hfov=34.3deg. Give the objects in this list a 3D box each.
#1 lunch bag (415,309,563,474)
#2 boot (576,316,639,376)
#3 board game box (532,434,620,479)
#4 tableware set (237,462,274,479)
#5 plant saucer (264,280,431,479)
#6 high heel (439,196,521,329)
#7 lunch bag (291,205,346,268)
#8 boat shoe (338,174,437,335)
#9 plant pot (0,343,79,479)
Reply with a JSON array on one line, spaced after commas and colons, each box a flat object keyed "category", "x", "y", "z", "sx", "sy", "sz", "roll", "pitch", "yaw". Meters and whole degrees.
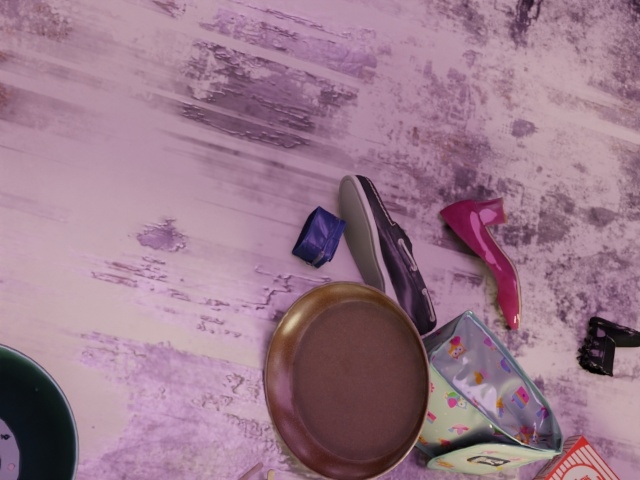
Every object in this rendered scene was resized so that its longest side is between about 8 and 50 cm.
[{"category": "lunch bag", "x": 0.241, "y": 0.275, "z": 1.682, "sx": 0.262, "sy": 0.223, "sz": 0.160, "roll": 46, "pitch": 55, "yaw": -3}, {"category": "boot", "x": 0.536, "y": 0.203, "z": 1.909, "sx": 0.121, "sy": 0.045, "sz": 0.099, "roll": 20, "pitch": 67, "yaw": -6}, {"category": "board game box", "x": 0.464, "y": 0.461, "z": 1.809, "sx": 0.147, "sy": 0.045, "sz": 0.193, "roll": -41, "pitch": 91, "yaw": -25}, {"category": "tableware set", "x": -0.120, "y": 0.447, "z": 1.606, "sx": 0.194, "sy": 0.039, "sz": 0.128, "roll": -37, "pitch": 90, "yaw": -25}, {"category": "plant saucer", "x": 0.046, "y": 0.218, "z": 1.622, "sx": 0.050, "sy": 0.310, "sz": 0.310, "roll": 4, "pitch": 70, "yaw": -55}, {"category": "high heel", "x": 0.292, "y": 0.046, "z": 1.864, "sx": 0.117, "sy": 0.082, "sz": 0.244, "roll": -11, "pitch": 93, "yaw": 10}, {"category": "lunch bag", "x": 0.000, "y": 0.000, "z": 1.761, "sx": 0.065, "sy": 0.067, "sz": 0.098, "roll": 28, "pitch": 68, "yaw": -10}, {"category": "boat shoe", "x": 0.114, "y": 0.025, "z": 1.778, "sx": 0.091, "sy": 0.114, "sz": 0.302, "roll": -17, "pitch": 93, "yaw": -22}, {"category": "plant pot", "x": -0.488, "y": 0.296, "z": 1.409, "sx": 0.293, "sy": 0.235, "sz": 0.293, "roll": 5, "pitch": 74, "yaw": -18}]
